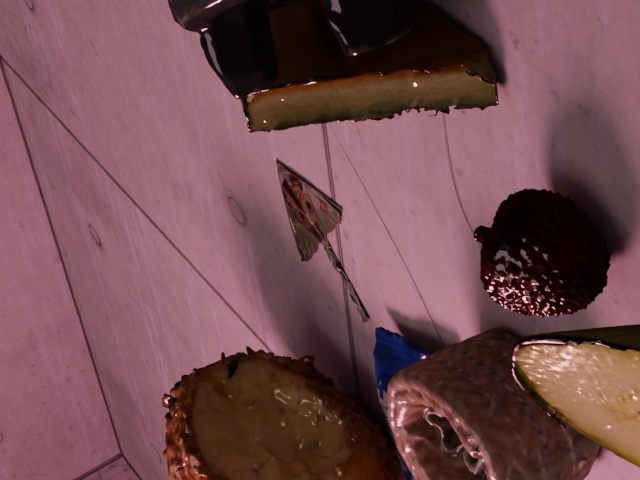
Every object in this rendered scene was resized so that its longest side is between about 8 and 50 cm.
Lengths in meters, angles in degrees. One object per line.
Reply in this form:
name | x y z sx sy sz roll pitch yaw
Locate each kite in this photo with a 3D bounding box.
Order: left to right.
kite | 0.001 -0.001 2.010 0.250 0.012 0.229 59 161 5

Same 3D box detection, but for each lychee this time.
lychee | 0.204 0.016 1.393 0.129 0.123 0.123 43 154 21

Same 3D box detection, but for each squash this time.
squash | 0.282 0.154 1.336 0.204 0.155 0.237 56 158 21

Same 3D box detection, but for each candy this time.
candy | 0.154 0.273 1.903 0.187 0.077 0.331 17 129 60

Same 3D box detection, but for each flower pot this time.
flower pot | -0.004 -0.291 1.302 0.299 0.299 0.283 -11 98 69

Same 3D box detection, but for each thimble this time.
thimble | 0.185 0.204 1.643 0.196 0.148 0.229 65 157 -2

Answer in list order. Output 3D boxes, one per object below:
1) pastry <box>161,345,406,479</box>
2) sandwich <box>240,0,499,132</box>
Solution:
pastry | -0.035 0.341 2.160 0.405 0.292 0.337 31 155 34
sandwich | 0.045 -0.210 1.487 0.063 0.244 0.212 78 -171 -47
